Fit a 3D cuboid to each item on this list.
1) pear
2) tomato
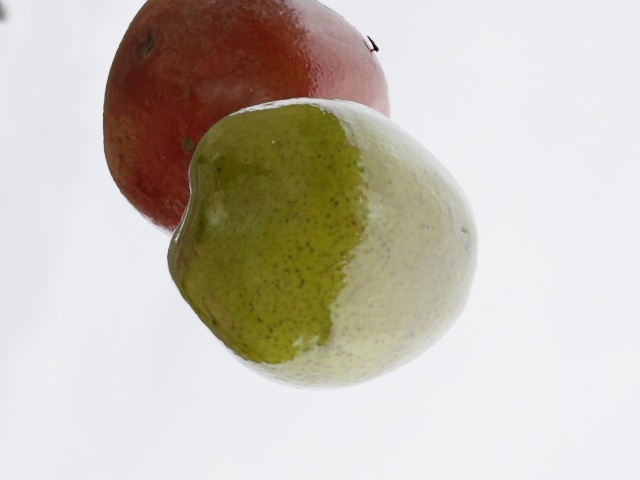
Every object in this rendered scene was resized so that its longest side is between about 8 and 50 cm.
[{"bbox_3d":[0.000,0.001,0.815,0.198,0.198,0.198,-41,-143,40],"label":"pear"},{"bbox_3d":[-0.103,-0.118,1.314,0.338,0.338,0.143,-53,167,24],"label":"tomato"}]
